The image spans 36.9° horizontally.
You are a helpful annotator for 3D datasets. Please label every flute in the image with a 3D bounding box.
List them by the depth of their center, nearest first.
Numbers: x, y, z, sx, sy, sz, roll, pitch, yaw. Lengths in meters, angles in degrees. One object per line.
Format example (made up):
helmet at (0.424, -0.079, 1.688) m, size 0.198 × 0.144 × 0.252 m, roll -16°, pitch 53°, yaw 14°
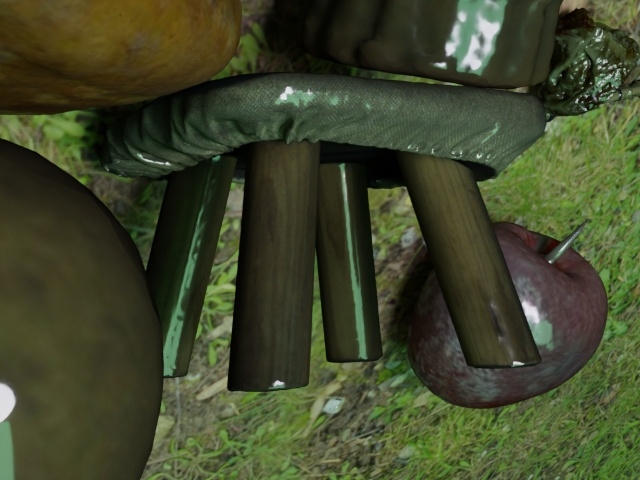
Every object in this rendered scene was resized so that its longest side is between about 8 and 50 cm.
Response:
flute at (0.301, -0.161, 1.141) m, size 0.233 × 0.027 × 0.027 m, roll -16°, pitch 131°, yaw -27°

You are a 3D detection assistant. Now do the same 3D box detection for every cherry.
cherry at (0.227, 0.085, 1.142) m, size 0.236 × 0.213 × 0.285 m, roll 25°, pitch 115°, yaw -37°

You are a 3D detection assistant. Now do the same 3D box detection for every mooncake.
mooncake at (0.095, -0.205, 0.810) m, size 0.228 × 0.228 × 0.124 m, roll -5°, pitch 114°, yaw -34°

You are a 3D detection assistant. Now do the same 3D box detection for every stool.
stool at (0.000, 0.000, 0.794) m, size 0.310 × 0.310 × 0.226 m, roll -1°, pitch 85°, yaw -32°

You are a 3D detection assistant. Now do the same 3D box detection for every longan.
longan at (-0.301, 0.108, 0.672) m, size 0.404 × 0.404 × 0.336 m, roll -47°, pitch 168°, yaw 3°

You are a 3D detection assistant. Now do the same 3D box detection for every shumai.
shumai at (0.282, -0.202, 1.055) m, size 0.124 × 0.099 × 0.087 m, roll -46°, pitch 121°, yaw -1°

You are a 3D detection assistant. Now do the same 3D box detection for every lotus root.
lotus root at (-0.185, -0.215, 0.595) m, size 0.316 × 0.316 × 0.250 m, roll -49°, pitch 156°, yaw 5°
